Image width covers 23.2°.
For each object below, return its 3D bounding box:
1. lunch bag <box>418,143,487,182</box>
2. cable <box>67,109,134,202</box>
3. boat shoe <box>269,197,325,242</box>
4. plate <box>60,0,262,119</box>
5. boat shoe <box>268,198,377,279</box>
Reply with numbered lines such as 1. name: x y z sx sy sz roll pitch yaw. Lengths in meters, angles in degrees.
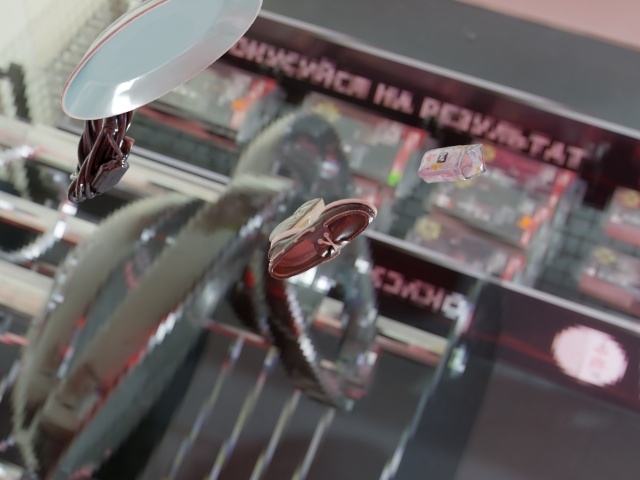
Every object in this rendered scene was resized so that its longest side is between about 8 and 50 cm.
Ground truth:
1. lunch bag: 0.189 -0.110 2.241 0.083 0.071 0.053 -27 109 -52
2. cable: -0.238 -0.120 1.661 0.184 0.047 0.150 137 -45 -60
3. boat shoe: -0.027 -0.018 2.324 0.135 0.050 0.045 -41 109 -48
4. plate: -0.132 -0.160 1.257 0.188 0.024 0.188 -32 168 -7
5. boat shoe: 0.000 0.000 1.464 0.046 0.125 0.038 45 37 -31
